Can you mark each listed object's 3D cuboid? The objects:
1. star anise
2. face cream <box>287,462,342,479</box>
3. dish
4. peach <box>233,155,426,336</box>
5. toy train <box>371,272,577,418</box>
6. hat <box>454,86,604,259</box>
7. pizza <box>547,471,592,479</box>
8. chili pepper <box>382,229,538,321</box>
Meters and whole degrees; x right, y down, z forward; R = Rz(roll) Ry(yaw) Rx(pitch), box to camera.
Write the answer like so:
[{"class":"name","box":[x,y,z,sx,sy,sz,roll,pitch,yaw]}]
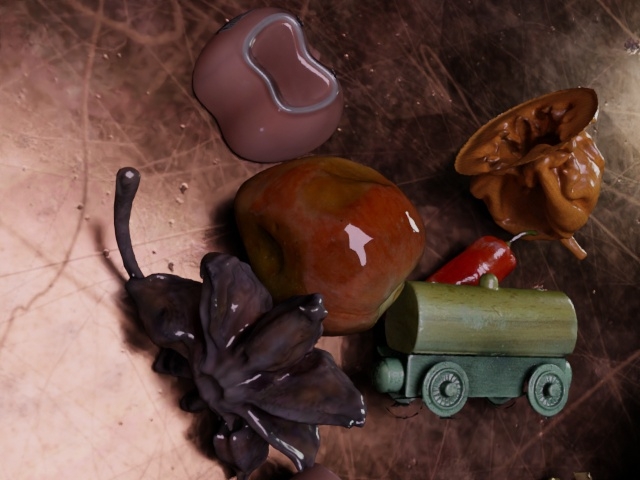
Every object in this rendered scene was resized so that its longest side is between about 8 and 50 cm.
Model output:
[{"class":"star anise","box":[-0.082,0.109,0.802,0.139,0.315,0.360,-45,143,-54]},{"class":"face cream","box":[-0.007,0.341,0.821,0.104,0.149,0.149,-32,93,-26]},{"class":"dish","box":[-0.053,-0.214,0.955,0.213,0.090,0.213,6,76,-24]},{"class":"peach","box":[0.000,0.000,0.881,0.235,0.214,0.214,35,62,20]},{"class":"toy train","box":[0.204,0.142,0.979,0.307,0.126,0.190,5,77,-23]},{"class":"hat","box":[0.345,-0.066,1.062,0.233,0.244,0.233,-38,110,-19]},{"class":"pizza","box":[0.425,0.463,0.910,0.440,0.130,0.406,-43,56,-11]},{"class":"chili pepper","box":[0.200,0.054,1.030,0.272,0.063,0.071,-31,95,-16]}]
